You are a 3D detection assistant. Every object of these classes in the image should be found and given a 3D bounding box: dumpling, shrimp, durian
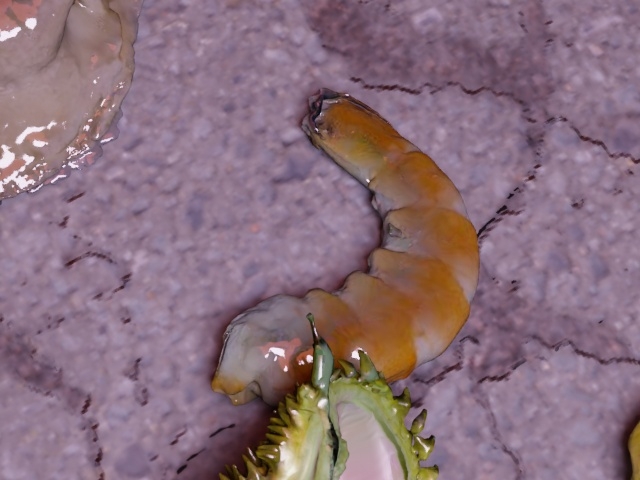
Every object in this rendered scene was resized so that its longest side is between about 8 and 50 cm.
[{"bbox_3d":[-0.184,-0.106,0.785,0.166,0.086,0.332,37,76,13],"label":"dumpling"},{"bbox_3d":[0.000,0.000,0.776,0.161,0.049,0.166,-19,71,-13],"label":"shrimp"},{"bbox_3d":[-0.015,0.156,0.694,0.095,0.137,0.221,8,71,36],"label":"durian"}]

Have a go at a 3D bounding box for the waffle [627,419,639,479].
[{"bbox_3d":[0.298,0.163,0.729,0.300,0.058,0.282,0,70,-2],"label":"waffle"}]
